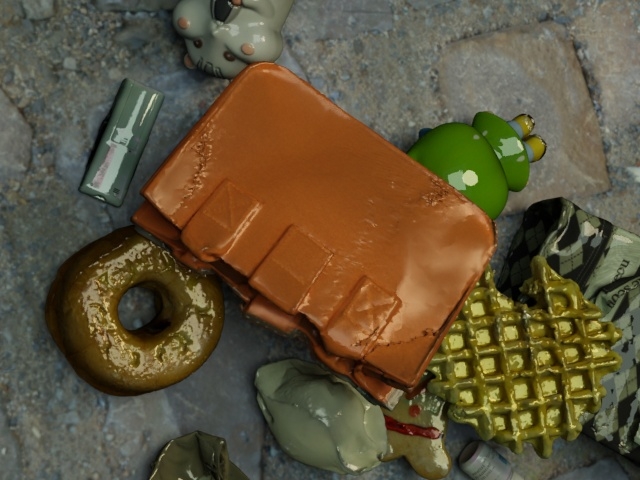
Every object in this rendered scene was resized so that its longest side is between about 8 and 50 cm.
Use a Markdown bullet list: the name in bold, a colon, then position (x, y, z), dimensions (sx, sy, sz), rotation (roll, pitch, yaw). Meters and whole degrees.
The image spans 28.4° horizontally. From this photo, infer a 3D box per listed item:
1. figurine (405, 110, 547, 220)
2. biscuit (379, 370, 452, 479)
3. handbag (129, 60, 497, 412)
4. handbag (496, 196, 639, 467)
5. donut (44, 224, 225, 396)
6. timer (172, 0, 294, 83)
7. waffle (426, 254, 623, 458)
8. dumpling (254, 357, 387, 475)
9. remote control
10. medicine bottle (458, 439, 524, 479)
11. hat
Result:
- **figurine**: position (0.214, -0.102, 1.799), dimensions (0.263, 0.143, 0.162), rotation (-30, 99, -32)
- **biscuit**: position (0.135, 0.201, 1.748), dimensions (0.153, 0.030, 0.234), rotation (16, 81, 8)
- **handbag**: position (0.001, -0.011, 1.603), dimensions (0.410, 0.116, 0.303), rotation (36, 59, -1)
- **handbag**: position (0.434, 0.168, 1.824), dimensions (0.416, 0.180, 0.316), rotation (29, 76, -7)
- **donut**: position (-0.231, 0.088, 1.617), dimensions (0.227, 0.114, 0.226), rotation (3, 82, -22)
- **timer**: position (-0.090, -0.363, 1.678), dimensions (0.291, 0.291, 0.315), rotation (19, 100, -17)
- **waffle**: position (0.267, 0.155, 1.710), dimensions (0.261, 0.056, 0.250), rotation (39, 85, -3)
- **dumpling**: position (0.007, 0.225, 1.696), dimensions (0.155, 0.111, 0.181), rotation (-32, 99, -49)
- **remote control**: position (-0.264, -0.131, 1.678), dimensions (0.065, 0.029, 0.166), rotation (24, 75, -17)
- **medicine bottle**: position (0.242, 0.326, 1.789), dimensions (0.089, 0.052, 0.052), rotation (41, 71, -11)
- **hat**: position (-0.153, 0.348, 1.641), dimensions (0.175, 0.085, 0.147), rotation (52, 57, -31)
